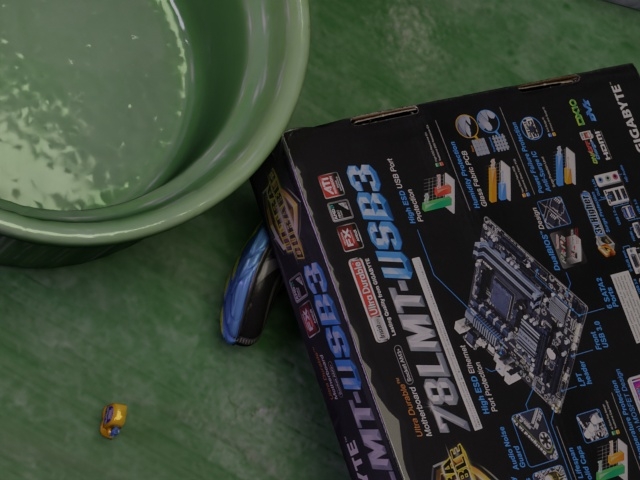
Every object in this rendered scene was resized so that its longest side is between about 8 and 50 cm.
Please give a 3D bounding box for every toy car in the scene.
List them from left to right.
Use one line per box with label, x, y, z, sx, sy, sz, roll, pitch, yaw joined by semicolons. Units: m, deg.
toy car;-0.167;0.142;1.221;0.060;0.040;0.122;29;68;-11

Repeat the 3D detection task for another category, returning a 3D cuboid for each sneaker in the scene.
sneaker;0.000;0.000;1.308;0.078;0.067;0.188;40;63;0

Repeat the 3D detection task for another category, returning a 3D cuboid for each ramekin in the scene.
ramekin;-0.172;-0.128;1.232;0.303;0.148;0.303;5;74;-20

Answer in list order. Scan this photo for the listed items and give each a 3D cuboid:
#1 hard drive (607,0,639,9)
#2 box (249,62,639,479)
hard drive;0.294;-0.322;1.521;0.210;0.040;0.318;13;72;-17
box;0.131;0.047;1.283;0.293;0.073;0.295;-14;77;-28
